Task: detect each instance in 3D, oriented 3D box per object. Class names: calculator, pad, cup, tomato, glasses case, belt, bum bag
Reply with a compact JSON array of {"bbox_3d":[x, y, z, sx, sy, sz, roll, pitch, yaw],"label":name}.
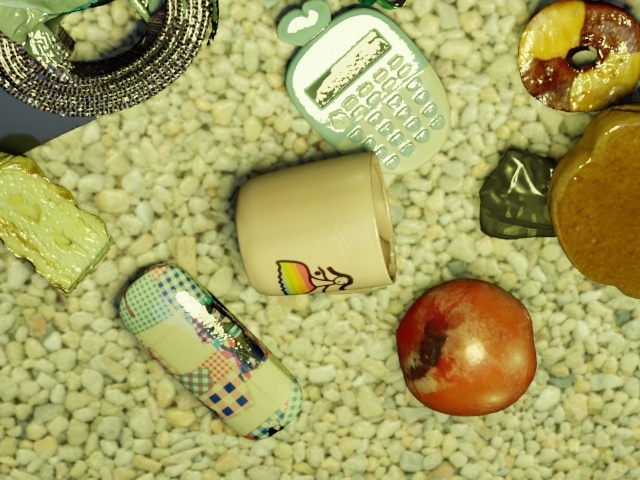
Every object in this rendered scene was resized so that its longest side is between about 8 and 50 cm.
[{"bbox_3d":[0.061,-0.223,1.962,0.188,0.042,0.303,-40,107,10],"label":"calculator"},{"bbox_3d":[-0.432,-0.190,1.956,0.190,0.004,0.127,-25,108,3],"label":"pad"},{"bbox_3d":[0.000,0.000,1.967,0.200,0.191,0.253,-9,145,10],"label":"cup"},{"bbox_3d":[0.209,0.158,2.009,0.184,0.208,0.208,-2,109,-24],"label":"tomato"},{"bbox_3d":[-0.163,0.170,2.055,0.125,0.076,0.327,-42,106,7],"label":"glasses case"},{"bbox_3d":[-0.303,-0.309,1.868,0.325,0.122,0.260,-25,114,6],"label":"belt"},{"bbox_3d":[0.400,-0.055,2.016,0.340,0.095,0.144,6,124,-5],"label":"bum bag"}]

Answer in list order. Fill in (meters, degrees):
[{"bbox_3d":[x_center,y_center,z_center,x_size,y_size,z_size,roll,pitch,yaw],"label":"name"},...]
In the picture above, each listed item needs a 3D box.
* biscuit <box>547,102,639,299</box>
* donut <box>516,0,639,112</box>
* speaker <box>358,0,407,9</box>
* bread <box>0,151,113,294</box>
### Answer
[{"bbox_3d":[0.513,-0.063,1.918,0.381,0.074,0.359,-19,131,8],"label":"biscuit"},{"bbox_3d":[0.364,-0.266,1.953,0.184,0.073,0.166,-8,108,-2],"label":"donut"},{"bbox_3d":[0.080,-0.362,1.917,0.075,0.060,0.094,-46,141,10],"label":"speaker"},{"bbox_3d":[-0.403,-0.035,1.970,0.128,0.088,0.232,-40,113,18],"label":"bread"}]
